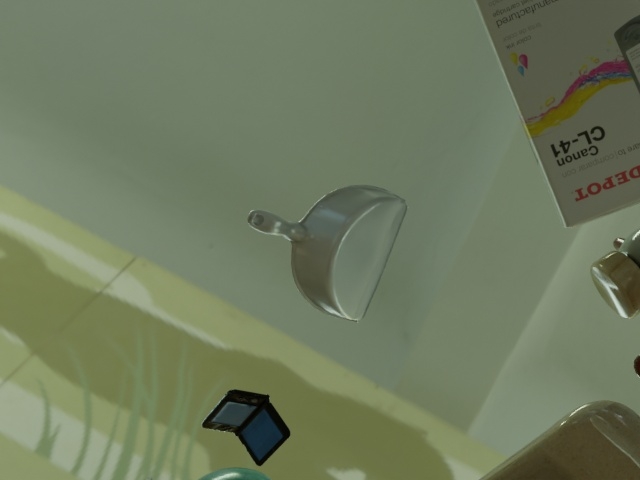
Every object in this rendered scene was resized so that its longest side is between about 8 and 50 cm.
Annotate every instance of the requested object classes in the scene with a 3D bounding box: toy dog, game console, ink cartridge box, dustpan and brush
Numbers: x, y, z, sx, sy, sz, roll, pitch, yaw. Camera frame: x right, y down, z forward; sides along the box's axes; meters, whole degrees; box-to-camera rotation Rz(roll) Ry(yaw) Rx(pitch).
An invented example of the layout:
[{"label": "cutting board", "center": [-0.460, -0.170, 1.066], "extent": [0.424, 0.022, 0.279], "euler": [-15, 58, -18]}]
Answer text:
[{"label": "toy dog", "center": [0.452, 0.102, 1.429], "extent": [0.220, 0.161, 0.334], "euler": [-13, -81, -5]}, {"label": "game console", "center": [-0.123, 0.307, 1.865], "extent": [0.107, 0.071, 0.122], "euler": [14, -43, -26]}, {"label": "ink cartridge box", "center": [0.338, -0.193, 1.347], "extent": [0.226, 0.131, 0.306], "euler": [-22, -95, 13]}, {"label": "dustpan and brush", "center": [0.000, 0.000, 1.159], "extent": [0.060, 0.211, 0.147], "euler": [23, -87, 28]}]

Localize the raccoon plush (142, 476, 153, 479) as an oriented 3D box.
[{"label": "raccoon plush", "center": [-0.404, 0.522, 1.558], "extent": [0.299, 0.446, 0.216], "euler": [17, -16, -20]}]

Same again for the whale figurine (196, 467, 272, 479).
[{"label": "whale figurine", "center": [-0.056, 0.384, 1.438], "extent": [0.272, 0.141, 0.216], "euler": [24, -42, 0]}]

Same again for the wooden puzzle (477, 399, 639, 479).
[{"label": "wooden puzzle", "center": [0.170, 0.311, 0.734], "extent": [0.322, 0.080, 0.348], "euler": [45, -52, 5]}]
